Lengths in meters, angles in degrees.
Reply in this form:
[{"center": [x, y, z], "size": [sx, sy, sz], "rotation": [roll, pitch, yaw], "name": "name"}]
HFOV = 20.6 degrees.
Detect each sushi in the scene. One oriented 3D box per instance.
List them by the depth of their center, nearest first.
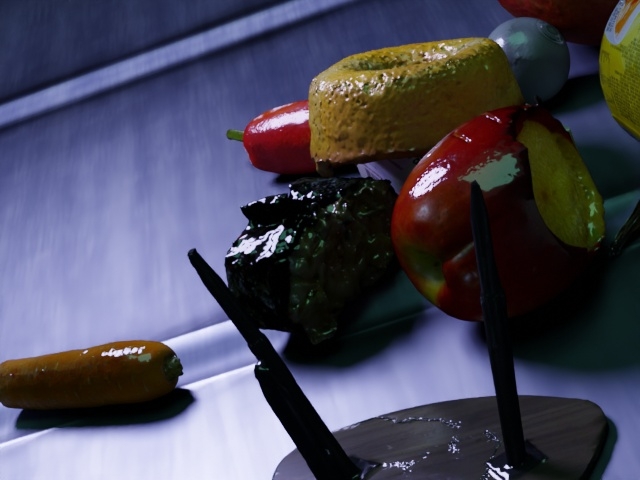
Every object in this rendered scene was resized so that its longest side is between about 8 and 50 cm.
[{"center": [0.000, 0.000, 1.799], "size": [0.115, 0.147, 0.212], "rotation": [-5, 23, 43], "name": "sushi"}]

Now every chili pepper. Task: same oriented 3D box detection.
[{"center": [0.042, -0.138, 2.126], "size": [0.368, 0.092, 0.137], "rotation": [-8, 10, 16], "name": "chili pepper"}]

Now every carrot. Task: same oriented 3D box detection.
[{"center": [-0.239, 0.142, 1.827], "size": [0.225, 0.067, 0.067], "rotation": [-9, 29, 32], "name": "carrot"}]

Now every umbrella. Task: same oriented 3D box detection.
[{"center": [0.303, -0.015, 1.708], "size": [0.020, 0.031, 0.083], "rotation": [34, 58, 24], "name": "umbrella"}]

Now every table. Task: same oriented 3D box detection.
[{"center": [0.034, 0.129, 1.397], "size": [0.317, 0.249, 0.317], "rotation": [-19, 25, 10], "name": "table"}]

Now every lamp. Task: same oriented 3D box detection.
[{"center": [0.239, -0.208, 2.042], "size": [0.105, 0.105, 0.105], "rotation": [-19, 26, 10], "name": "lamp"}]

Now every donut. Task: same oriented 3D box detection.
[{"center": [0.099, -0.145, 1.886], "size": [0.253, 0.118, 0.253], "rotation": [-11, 11, 2], "name": "donut"}]

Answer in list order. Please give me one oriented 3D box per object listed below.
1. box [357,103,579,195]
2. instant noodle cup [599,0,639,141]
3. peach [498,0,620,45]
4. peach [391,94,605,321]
[{"center": [0.155, -0.094, 1.945], "size": [0.175, 0.062, 0.260], "rotation": [-28, 26, -9], "name": "box"}, {"center": [0.398, -0.162, 1.676], "size": [0.264, 0.264, 0.200], "rotation": [-26, 16, -5], "name": "instant noodle cup"}, {"center": [0.344, -0.382, 2.100], "size": [0.307, 0.308, 0.332], "rotation": [-12, 12, 24], "name": "peach"}, {"center": [0.181, -0.032, 1.661], "size": [0.226, 0.196, 0.190], "rotation": [-37, 61, -21], "name": "peach"}]
